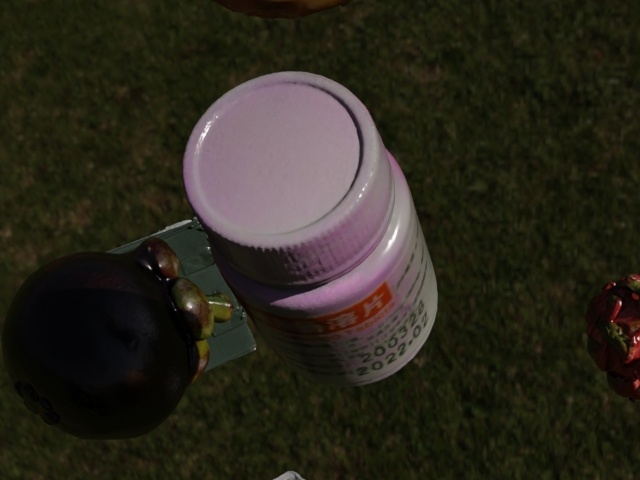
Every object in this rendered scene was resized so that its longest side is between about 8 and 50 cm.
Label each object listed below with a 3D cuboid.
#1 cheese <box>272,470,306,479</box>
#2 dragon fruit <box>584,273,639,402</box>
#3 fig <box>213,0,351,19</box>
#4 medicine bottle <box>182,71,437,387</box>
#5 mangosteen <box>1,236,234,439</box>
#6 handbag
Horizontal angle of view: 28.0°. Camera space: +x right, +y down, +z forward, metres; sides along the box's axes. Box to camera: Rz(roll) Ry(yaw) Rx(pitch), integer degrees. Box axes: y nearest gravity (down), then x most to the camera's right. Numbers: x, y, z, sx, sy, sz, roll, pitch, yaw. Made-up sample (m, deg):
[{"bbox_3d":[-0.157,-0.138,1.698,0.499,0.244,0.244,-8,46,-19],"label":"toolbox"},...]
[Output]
[{"bbox_3d":[-0.117,0.384,1.668,0.249,0.071,0.163,-15,32,-12],"label":"cheese"},{"bbox_3d":[0.425,0.126,1.622,0.166,0.160,0.172,-33,49,13],"label":"dragon fruit"},{"bbox_3d":[-0.051,-0.394,1.137,0.286,0.286,0.369,-19,68,-6],"label":"fig"},{"bbox_3d":[0.000,0.000,1.380,0.219,0.388,0.219,-4,65,10],"label":"medicine bottle"},{"bbox_3d":[-0.312,0.134,1.877,0.297,0.297,0.313,27,87,27],"label":"mangosteen"},{"bbox_3d":[-0.258,0.115,2.139,0.260,0.247,0.079,-22,12,-1],"label":"handbag"}]
